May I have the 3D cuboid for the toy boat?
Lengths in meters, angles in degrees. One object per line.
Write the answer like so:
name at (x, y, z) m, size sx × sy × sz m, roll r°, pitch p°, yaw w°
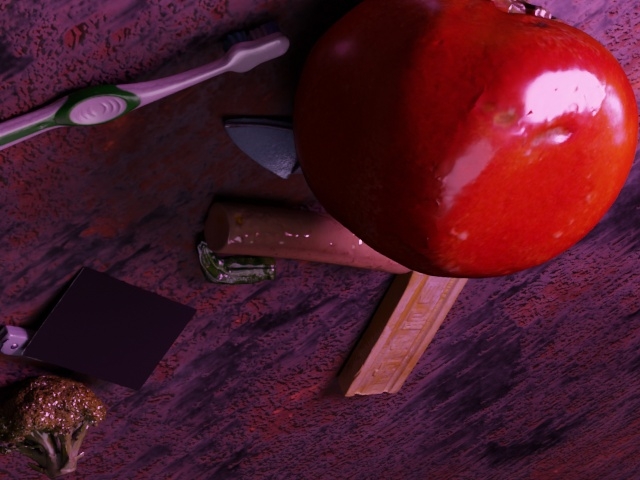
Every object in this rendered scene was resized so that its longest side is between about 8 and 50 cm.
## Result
toy boat at (-0.057, -0.107, 1.499) m, size 0.122 × 0.034 × 0.096 m, roll 6°, pitch 131°, yaw -25°

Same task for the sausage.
sausage at (0.001, -0.001, 1.631) m, size 0.301 × 0.066 × 0.066 m, roll 6°, pitch 132°, yaw -39°

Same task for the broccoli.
broccoli at (-0.317, 0.216, 1.638) m, size 0.130 × 0.120 × 0.131 m, roll -20°, pitch 174°, yaw 3°

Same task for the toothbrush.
toothbrush at (-0.226, -0.126, 1.351) m, size 0.417 × 0.040 × 0.042 m, roll -22°, pitch 134°, yaw -8°

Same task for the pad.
pad at (-0.241, 0.106, 1.627) m, size 0.190 × 0.004 × 0.127 m, roll 26°, pitch 105°, yaw -47°

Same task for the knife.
knife at (-0.305, 0.128, 1.619) m, size 0.162 × 0.023 × 0.044 m, roll 17°, pitch 124°, yaw -44°

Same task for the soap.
soap at (0.109, 0.113, 1.857) m, size 0.092 × 0.037 × 0.252 m, roll -2°, pitch 136°, yaw -33°

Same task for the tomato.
tomato at (0.139, -0.111, 1.402) m, size 0.325 × 0.293 × 0.290 m, roll 6°, pitch 110°, yaw -47°

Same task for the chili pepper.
chili pepper at (-0.106, 0.027, 1.622) m, size 0.118 × 0.035 × 0.055 m, roll 23°, pitch 108°, yaw -36°
